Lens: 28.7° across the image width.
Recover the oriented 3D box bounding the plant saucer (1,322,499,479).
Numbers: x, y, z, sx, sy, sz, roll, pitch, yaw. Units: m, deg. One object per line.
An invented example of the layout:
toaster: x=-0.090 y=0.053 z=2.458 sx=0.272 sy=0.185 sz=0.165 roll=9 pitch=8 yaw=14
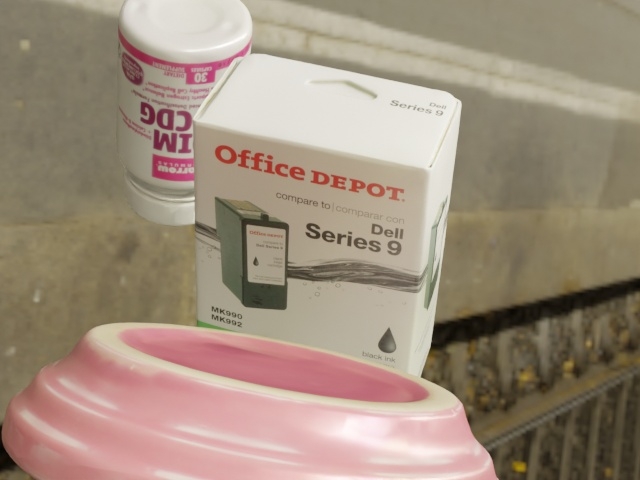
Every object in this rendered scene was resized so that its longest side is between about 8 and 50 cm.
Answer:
plant saucer: x=-0.037 y=0.119 z=0.826 sx=0.332 sy=0.332 sz=0.084 roll=5 pitch=96 yaw=-62

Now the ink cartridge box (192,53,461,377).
ink cartridge box: x=0.000 y=0.000 z=1.122 sx=0.121 sy=0.211 sz=0.289 roll=-63 pitch=161 yaw=-50

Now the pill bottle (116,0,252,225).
pill bottle: x=-0.176 y=-0.166 z=1.567 sx=0.160 sy=0.160 sz=0.283 roll=-54 pitch=160 yaw=-45
